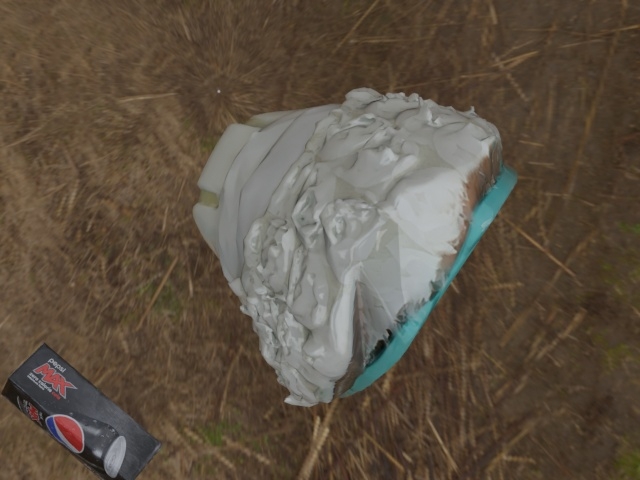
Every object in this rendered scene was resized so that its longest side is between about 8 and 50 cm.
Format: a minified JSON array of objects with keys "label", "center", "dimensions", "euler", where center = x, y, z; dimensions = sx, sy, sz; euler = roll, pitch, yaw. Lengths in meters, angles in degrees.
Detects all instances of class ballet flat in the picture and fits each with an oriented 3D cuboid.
[{"label":"ballet flat","center":[0.000,0.000,0.566],"dimensions":[0.147,0.409,0.146],"euler":[0,84,2]}]

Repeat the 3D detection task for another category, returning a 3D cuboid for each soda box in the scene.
[{"label":"soda box","center":[-0.252,0.189,1.161],"dimensions":[0.169,0.053,0.060],"euler":[40,54,0]}]
